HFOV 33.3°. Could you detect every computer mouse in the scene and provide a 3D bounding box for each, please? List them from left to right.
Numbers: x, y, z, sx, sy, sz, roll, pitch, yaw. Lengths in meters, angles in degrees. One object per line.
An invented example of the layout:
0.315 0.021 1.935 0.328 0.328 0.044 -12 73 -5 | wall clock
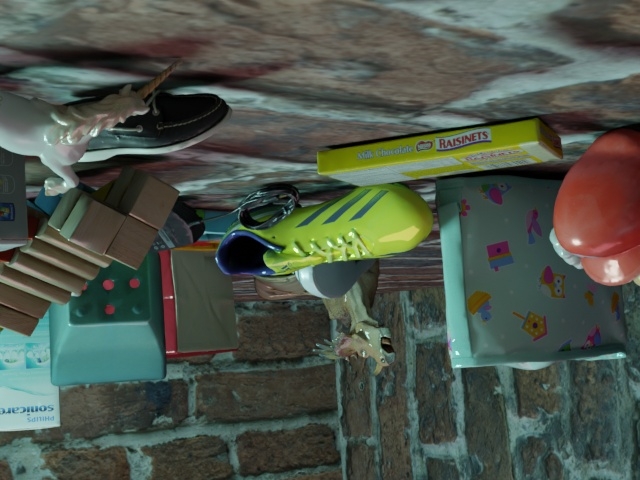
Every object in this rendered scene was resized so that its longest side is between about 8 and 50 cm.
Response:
-0.131 -0.034 1.228 0.242 0.041 0.071 -10 131 22 | computer mouse

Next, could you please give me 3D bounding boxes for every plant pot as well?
-0.291 0.093 1.465 0.165 0.166 0.234 -2 163 -12 | plant pot

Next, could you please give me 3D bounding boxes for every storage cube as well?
-0.272 0.108 1.826 0.193 0.184 0.215 -9 172 29 | storage cube

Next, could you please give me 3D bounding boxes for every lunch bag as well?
0.229 0.039 1.252 0.262 0.223 0.160 2 172 -42 | lunch bag

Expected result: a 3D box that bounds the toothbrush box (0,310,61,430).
-0.556 0.203 2.011 0.126 0.296 0.216 -2 175 -17 | toothbrush box

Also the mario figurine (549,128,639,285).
0.358 -0.013 1.045 0.320 0.170 0.198 -9 143 -32 | mario figurine

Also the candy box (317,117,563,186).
0.110 -0.078 0.986 0.206 0.027 0.105 -6 171 23 | candy box

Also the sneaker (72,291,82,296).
-0.353 0.008 1.317 0.215 0.083 0.084 16 -174 42 | sneaker

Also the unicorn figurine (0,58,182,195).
-0.178 -0.072 0.670 0.162 0.060 0.111 4 161 -20 | unicorn figurine

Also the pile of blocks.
-0.306 0.009 1.022 0.362 0.149 0.112 -33 143 22 | pile of blocks

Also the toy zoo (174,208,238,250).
-0.158 -0.012 1.456 0.192 0.030 0.293 -9 172 43 | toy zoo

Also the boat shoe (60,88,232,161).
-0.121 -0.084 0.722 0.125 0.038 0.046 -5 -143 22 | boat shoe

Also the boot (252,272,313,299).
-0.018 0.046 1.874 0.213 0.077 0.165 -11 164 0 | boot

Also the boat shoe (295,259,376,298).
0.007 0.024 1.495 0.084 0.095 0.258 1 -174 21 | boat shoe

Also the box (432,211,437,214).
0.257 -0.030 1.501 0.178 0.042 0.109 -8 172 32 | box

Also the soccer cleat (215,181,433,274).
0.000 0.001 1.222 0.289 0.093 0.121 -6 -153 41 | soccer cleat

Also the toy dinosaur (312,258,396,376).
0.045 0.096 1.700 0.127 0.200 0.296 -8 -172 3 | toy dinosaur

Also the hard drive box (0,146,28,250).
-0.373 -0.031 0.832 0.232 0.089 0.181 0 173 -40 | hard drive box
